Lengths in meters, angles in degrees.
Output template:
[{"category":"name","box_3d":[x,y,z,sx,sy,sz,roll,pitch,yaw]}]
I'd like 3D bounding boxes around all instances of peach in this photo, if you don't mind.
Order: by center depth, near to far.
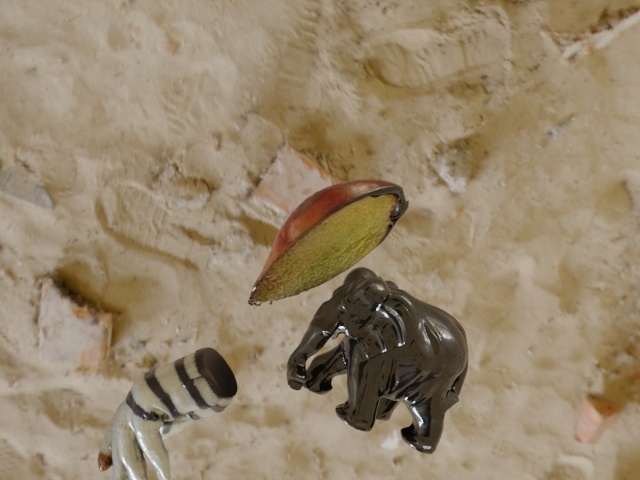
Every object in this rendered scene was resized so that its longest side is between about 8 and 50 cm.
[{"category":"peach","box_3d":[-0.001,-0.003,1.282,0.279,0.068,0.189,-32,149,-3]}]

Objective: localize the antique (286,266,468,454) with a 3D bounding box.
[{"category":"antique","box_3d":[0.118,0.205,1.566,0.322,0.185,0.255,23,101,-17]}]

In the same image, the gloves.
[{"category":"gloves","box_3d":[-0.219,0.234,1.160,0.219,0.140,0.131,-29,111,10]}]
